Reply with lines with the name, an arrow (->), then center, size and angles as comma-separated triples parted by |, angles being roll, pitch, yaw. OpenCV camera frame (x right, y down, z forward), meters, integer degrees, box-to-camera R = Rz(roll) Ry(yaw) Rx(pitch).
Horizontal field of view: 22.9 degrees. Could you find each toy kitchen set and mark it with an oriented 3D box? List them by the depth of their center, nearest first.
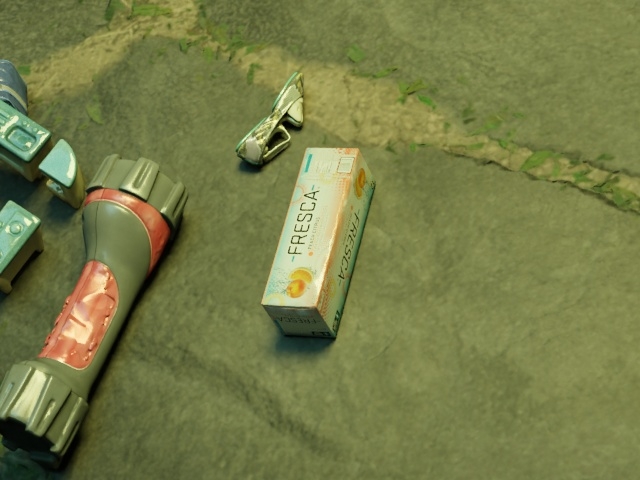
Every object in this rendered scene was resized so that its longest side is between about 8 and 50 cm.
toy kitchen set -> -0.368, -0.074, 1.633 | 0.207, 0.122, 0.166 | 32, 73, 12

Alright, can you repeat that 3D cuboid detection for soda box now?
soda box -> 0.000, 0.000, 1.515 | 0.058, 0.063, 0.183 | 2, 58, 23

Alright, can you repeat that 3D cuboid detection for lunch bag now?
lunch bag -> -0.380, -0.151, 1.766 | 0.098, 0.067, 0.065 | -15, 53, 12

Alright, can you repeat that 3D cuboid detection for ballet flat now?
ballet flat -> -0.041, -0.122, 1.636 | 0.041, 0.041, 0.114 | 25, 70, 33

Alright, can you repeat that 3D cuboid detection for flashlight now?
flashlight -> -0.229, 0.060, 1.534 | 0.103, 0.103, 0.304 | 26, 60, -3
